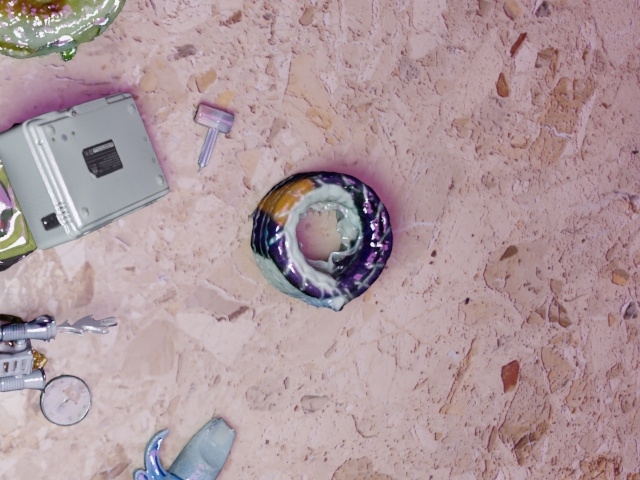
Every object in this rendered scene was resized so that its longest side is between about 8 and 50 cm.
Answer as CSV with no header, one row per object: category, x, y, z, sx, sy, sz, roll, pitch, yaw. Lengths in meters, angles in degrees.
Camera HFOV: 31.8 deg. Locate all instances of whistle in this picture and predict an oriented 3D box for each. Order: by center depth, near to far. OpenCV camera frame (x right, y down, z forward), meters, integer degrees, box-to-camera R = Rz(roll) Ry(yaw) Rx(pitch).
whistle,-0.233,0.413,1.856,0.180,0.093,0.269,41,70,-17

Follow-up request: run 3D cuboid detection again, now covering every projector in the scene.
projector,-0.357,-0.117,1.725,0.256,0.099,0.192,-33,103,-57

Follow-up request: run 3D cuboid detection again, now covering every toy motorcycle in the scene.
toy motorcycle,-0.511,0.162,1.682,0.401,0.207,0.134,2,111,-22

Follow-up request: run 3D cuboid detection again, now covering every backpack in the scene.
backpack,-0.558,-0.040,1.701,0.253,0.140,0.207,-16,94,-12

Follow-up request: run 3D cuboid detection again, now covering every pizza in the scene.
pizza,-0.483,0.189,1.785,0.083,0.025,0.078,-32,102,-17

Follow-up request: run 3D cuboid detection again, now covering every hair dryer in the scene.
hair dryer,-0.193,-0.169,1.894,0.063,0.037,0.114,18,91,-18

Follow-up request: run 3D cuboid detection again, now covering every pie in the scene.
pie,-0.437,-0.429,1.738,0.302,0.067,0.303,0,94,-4

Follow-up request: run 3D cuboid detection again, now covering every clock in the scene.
clock,-0.412,0.260,1.817,0.085,0.017,0.085,0,91,-21

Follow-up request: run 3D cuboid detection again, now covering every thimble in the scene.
thimble,0.000,0.000,1.906,0.237,0.150,0.237,-1,91,-23

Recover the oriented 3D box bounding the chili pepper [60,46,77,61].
chili pepper,-0.389,-0.398,1.800,0.088,0.059,0.227,8,89,-3
